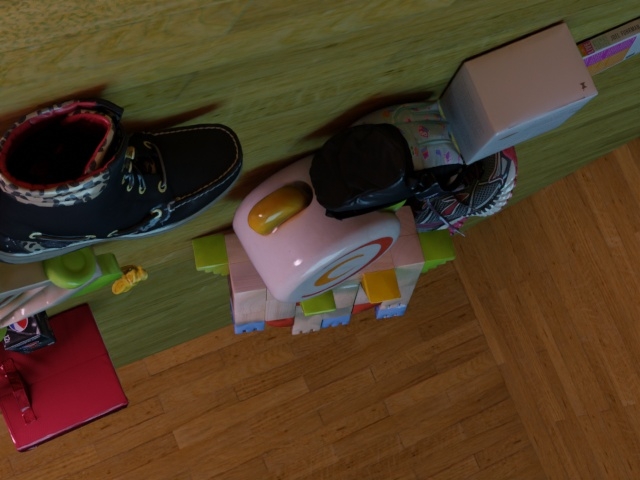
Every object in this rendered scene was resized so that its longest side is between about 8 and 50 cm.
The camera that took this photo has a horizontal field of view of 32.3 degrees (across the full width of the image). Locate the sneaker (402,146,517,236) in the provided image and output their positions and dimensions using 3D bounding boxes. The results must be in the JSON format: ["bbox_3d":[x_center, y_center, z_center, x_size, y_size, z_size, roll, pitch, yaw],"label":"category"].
[{"bbox_3d":[0.244,-0.089,1.988,0.112,0.121,0.299,15,145,-27],"label":"sneaker"}]

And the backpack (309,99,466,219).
[{"bbox_3d":[0.090,-0.098,1.286,0.152,0.115,0.182,-13,-178,40],"label":"backpack"}]

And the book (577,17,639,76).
[{"bbox_3d":[0.373,-0.248,1.431,0.144,0.035,0.096,-23,171,-3],"label":"book"}]

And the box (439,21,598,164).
[{"bbox_3d":[0.226,-0.168,1.291,0.130,0.091,0.170,-22,174,-7],"label":"box"}]

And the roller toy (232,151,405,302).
[{"bbox_3d":[-0.010,-0.022,1.415,0.209,0.146,0.191,-24,165,-29],"label":"roller toy"}]

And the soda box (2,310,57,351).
[{"bbox_3d":[-0.419,0.123,1.568,0.053,0.060,0.169,-21,175,-9],"label":"soda box"}]

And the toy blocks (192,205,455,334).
[{"bbox_3d":[-0.003,0.063,1.749,0.381,0.190,0.261,-9,158,-8],"label":"toy blocks"}]

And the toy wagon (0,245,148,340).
[{"bbox_3d":[-0.357,0.064,1.254,0.344,0.068,0.267,-18,173,-43],"label":"toy wagon"}]

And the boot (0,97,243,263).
[{"bbox_3d":[-0.152,-0.058,0.871,0.236,0.085,0.178,-20,171,-22],"label":"boot"}]

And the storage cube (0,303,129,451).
[{"bbox_3d":[-0.444,0.234,1.856,0.193,0.183,0.215,-22,174,-15],"label":"storage cube"}]
